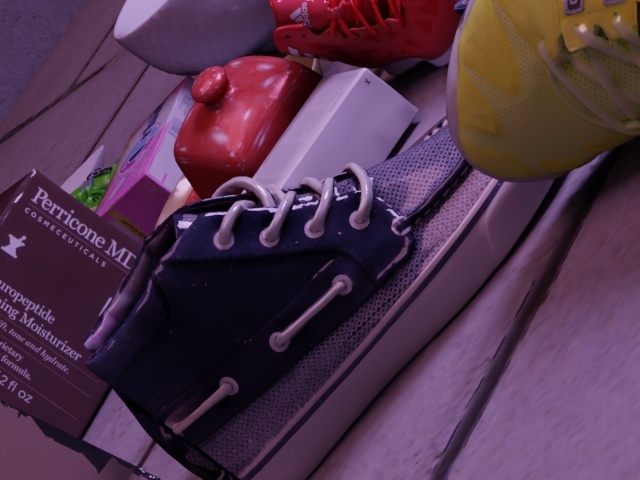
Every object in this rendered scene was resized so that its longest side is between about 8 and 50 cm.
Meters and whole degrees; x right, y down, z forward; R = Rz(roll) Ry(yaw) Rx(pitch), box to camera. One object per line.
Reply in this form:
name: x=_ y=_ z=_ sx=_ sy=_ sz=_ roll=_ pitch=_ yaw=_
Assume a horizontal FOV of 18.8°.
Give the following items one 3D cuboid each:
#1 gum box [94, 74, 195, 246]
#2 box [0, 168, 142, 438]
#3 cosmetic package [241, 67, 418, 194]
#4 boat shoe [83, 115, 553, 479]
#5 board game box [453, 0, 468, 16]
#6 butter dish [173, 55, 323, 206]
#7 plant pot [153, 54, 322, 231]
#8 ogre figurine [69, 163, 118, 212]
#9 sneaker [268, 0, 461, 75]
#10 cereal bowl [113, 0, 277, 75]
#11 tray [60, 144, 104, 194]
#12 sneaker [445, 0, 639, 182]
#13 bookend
gum box: x=-0.162 y=-0.077 z=1.973 sx=0.107 sy=0.062 sz=0.188 roll=-41 pitch=20 yaw=35
box: x=-0.273 y=0.078 z=1.757 sx=0.167 sy=0.168 sz=0.203 roll=-27 pitch=30 yaw=59
cosmetic package: x=-0.026 y=-0.017 z=1.469 sx=0.239 sy=0.060 sz=0.099 roll=-55 pitch=14 yaw=-9
boat shoe: x=0.000 y=0.000 z=1.179 sx=0.340 sy=0.158 sz=0.127 roll=-51 pitch=16 yaw=5
board game box: x=0.196 y=-0.216 z=1.279 sx=0.194 sy=0.060 sz=0.194 roll=-55 pitch=16 yaw=-7
butter dish: x=-0.060 y=-0.096 z=1.581 sx=0.160 sy=0.118 sz=0.160 roll=10 pitch=61 yaw=51
plant pot: x=-0.070 y=-0.075 z=1.772 sx=0.236 sy=0.032 sz=0.236 roll=-47 pitch=17 yaw=20
ogre figurine: x=-0.265 y=0.021 z=2.008 sx=0.118 sy=0.097 sz=0.197 roll=-19 pitch=68 yaw=43
sneaker: x=0.032 y=-0.171 z=1.482 sx=0.221 sy=0.128 sz=0.087 roll=145 pitch=123 yaw=-69
cereal bowl: x=-0.063 y=-0.304 z=2.045 sx=0.339 sy=0.141 sz=0.339 roll=-47 pitch=17 yaw=19
tray: x=-0.327 y=0.007 z=2.316 sx=0.145 sy=0.030 sz=0.270 roll=-40 pitch=20 yaw=36
sneaker: x=0.188 y=-0.131 z=0.969 sx=0.384 sy=0.145 sz=0.147 roll=-39 pitch=20 yaw=43
bookend: x=-0.169 y=0.195 z=1.354 sx=0.157 sy=0.156 sz=0.072 roll=22 pitch=69 yaw=28
